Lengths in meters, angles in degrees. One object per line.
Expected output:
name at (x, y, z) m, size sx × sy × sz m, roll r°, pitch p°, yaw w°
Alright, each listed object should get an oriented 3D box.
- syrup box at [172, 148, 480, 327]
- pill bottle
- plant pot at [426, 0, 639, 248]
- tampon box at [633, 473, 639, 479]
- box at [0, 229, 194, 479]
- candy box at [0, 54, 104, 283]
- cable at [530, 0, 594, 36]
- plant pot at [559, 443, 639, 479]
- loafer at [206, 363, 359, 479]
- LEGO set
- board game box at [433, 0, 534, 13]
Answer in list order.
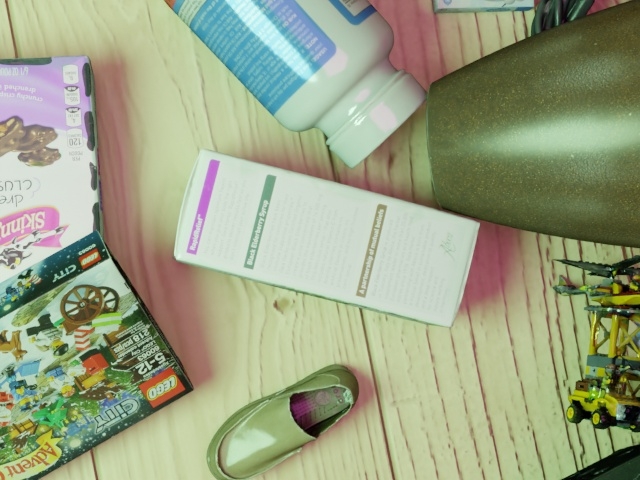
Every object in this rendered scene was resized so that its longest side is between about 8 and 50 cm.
syrup box at (0.000, 0.000, 0.917) m, size 0.237 × 0.093 × 0.096 m, roll 15°, pitch 85°, yaw -7°
pill bottle at (-0.018, -0.169, 0.908) m, size 0.124 × 0.124 × 0.221 m, roll -43°, pitch 93°, yaw -8°
plant pot at (0.207, -0.088, 0.882) m, size 0.230 × 0.215 × 0.215 m, roll -4°, pitch 87°, yaw 16°
tampon box at (0.308, 0.224, 0.776) m, size 0.161 × 0.101 × 0.120 m, roll -2°, pitch 65°, yaw 1°
box at (-0.236, 0.113, 0.854) m, size 0.233 × 0.044 × 0.159 m, roll -30°, pitch 129°, yaw -6°
candy box at (-0.262, -0.045, 0.893) m, size 0.165 × 0.070 × 0.196 m, roll -4°, pitch 88°, yaw -9°
cable at (0.259, -0.174, 0.992) m, size 0.150 × 0.047 × 0.184 m, roll -4°, pitch 92°, yaw -4°
plant pot at (0.258, 0.267, 0.906) m, size 0.187 × 0.188 × 0.167 m, roll -24°, pitch 77°, yaw -8°
loafer at (-0.031, 0.153, 0.926) m, size 0.148 × 0.050 × 0.056 m, roll -35°, pitch 92°, yaw -8°
LEGO set at (0.370, 0.069, 0.892) m, size 0.331 × 0.255 × 0.192 m, roll 7°, pitch 86°, yaw -11°
board game box at (0.144, -0.251, 0.988) m, size 0.090 × 0.020 × 0.090 m, roll -3°, pitch 88°, yaw -9°
